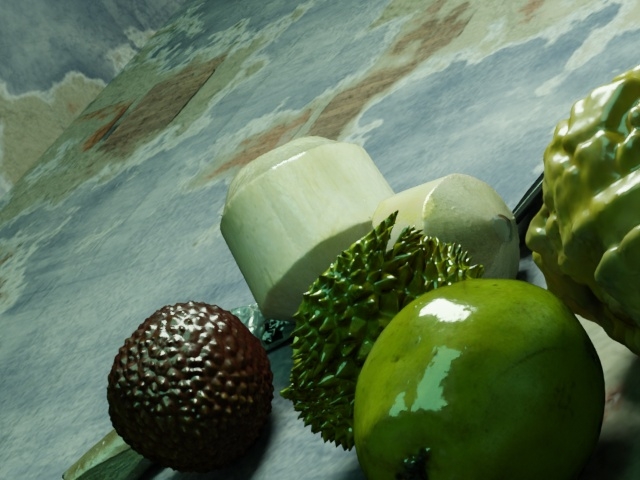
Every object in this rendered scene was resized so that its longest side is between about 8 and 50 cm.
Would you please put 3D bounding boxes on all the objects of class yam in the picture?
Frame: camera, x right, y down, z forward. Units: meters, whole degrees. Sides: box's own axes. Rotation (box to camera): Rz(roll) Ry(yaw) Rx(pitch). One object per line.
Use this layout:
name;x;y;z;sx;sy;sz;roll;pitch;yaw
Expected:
yam;-0.215;0.236;2.081;0.169;0.068;0.068;-42;21;-10

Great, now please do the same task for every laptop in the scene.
laptop;0.250;-0.074;1.947;0.180;0.016;0.129;-52;-2;42

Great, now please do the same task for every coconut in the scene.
coconut;0.000;0.000;2.067;0.202;0.222;0.202;-26;-21;-11
coconut;0.136;0.005;1.894;0.153;0.147;0.147;-15;30;48

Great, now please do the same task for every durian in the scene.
durian;0.065;0.094;1.722;0.200;0.176;0.237;-62;-6;-46

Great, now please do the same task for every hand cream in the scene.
hand cream;-0.109;0.123;2.200;0.248;0.052;0.075;-19;52;26

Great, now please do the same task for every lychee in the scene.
lychee;-0.137;0.159;1.963;0.194;0.194;0.194;-32;21;14

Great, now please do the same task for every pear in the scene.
pear;0.133;0.136;1.520;0.212;0.212;0.269;-23;12;34

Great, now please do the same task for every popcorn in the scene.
popcorn;0.290;-0.012;1.520;0.225;0.265;0.332;-24;-6;-25
